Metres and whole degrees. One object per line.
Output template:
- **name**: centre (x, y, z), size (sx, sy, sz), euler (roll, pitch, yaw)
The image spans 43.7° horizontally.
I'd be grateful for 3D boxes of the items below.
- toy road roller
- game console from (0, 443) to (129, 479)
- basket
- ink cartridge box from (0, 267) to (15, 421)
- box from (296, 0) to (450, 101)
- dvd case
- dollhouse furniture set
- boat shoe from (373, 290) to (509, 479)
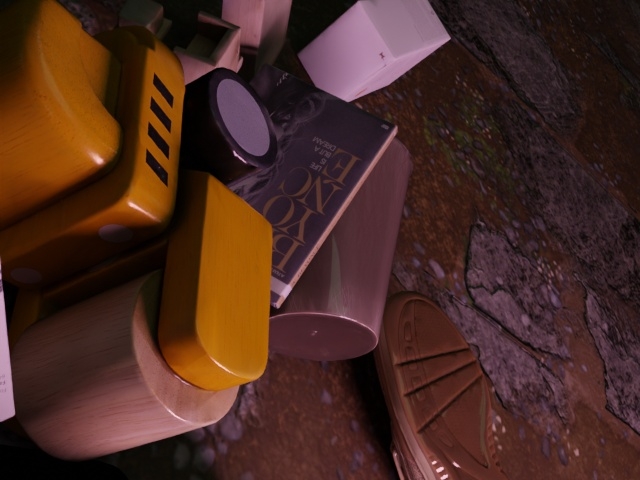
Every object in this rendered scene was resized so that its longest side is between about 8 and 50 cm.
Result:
- **toy road roller**: centre (-0.181, -0.024, 0.602), size (0.240, 0.202, 0.330), euler (38, 40, -45)
- **game console**: centre (-0.193, 0.199, 0.405), size (0.342, 0.386, 0.060), euler (24, 91, -37)
- **basket**: centre (0.000, 0.000, 0.851), size (0.204, 0.154, 0.227), euler (16, 58, -19)
- **ink cartridge box**: centre (-0.272, 0.020, 0.508), size (0.082, 0.139, 0.191), euler (-18, 116, -50)
- **box**: centre (0.076, -0.269, 1.102), size (0.170, 0.130, 0.091), euler (-32, 91, -50)
- **dvd case**: centre (-0.050, -0.063, 0.794), size (0.164, 0.018, 0.221), euler (29, 73, 17)
- **dollhouse furniture set**: centre (-0.219, -0.298, 0.900), size (0.355, 0.174, 0.303), euler (23, 59, 3)
- **boat shoe**: centre (0.121, 0.225, 0.862), size (0.121, 0.110, 0.341), euler (-11, 77, -36)
